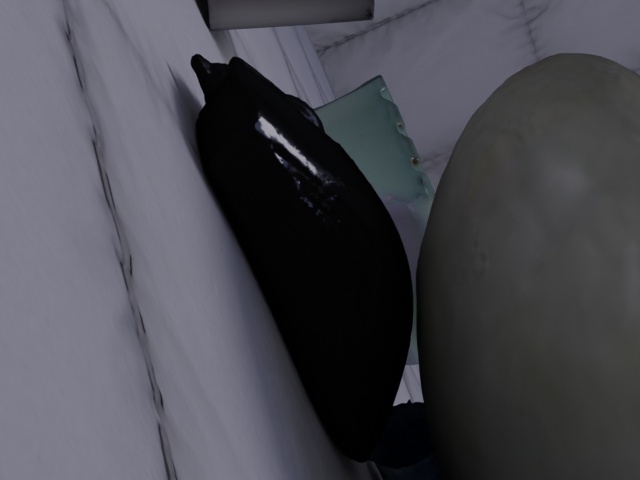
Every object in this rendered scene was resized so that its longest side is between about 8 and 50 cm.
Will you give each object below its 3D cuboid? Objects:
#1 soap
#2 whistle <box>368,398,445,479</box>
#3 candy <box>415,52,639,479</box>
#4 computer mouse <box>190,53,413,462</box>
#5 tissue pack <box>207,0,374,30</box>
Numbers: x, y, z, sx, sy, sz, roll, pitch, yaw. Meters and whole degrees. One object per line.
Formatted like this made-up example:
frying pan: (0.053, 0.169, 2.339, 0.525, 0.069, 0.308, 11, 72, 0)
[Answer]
soap: (0.088, -0.001, 1.683, 0.347, 0.115, 0.208, 62, 8, -50)
whistle: (0.109, 0.237, 1.096, 0.062, 0.062, 0.304, -107, 172, -53)
candy: (0.171, 0.112, 0.837, 0.427, 0.186, 0.386, -128, -156, -61)
computer mouse: (0.000, 0.000, 0.901, 0.264, 0.088, 0.147, 63, 3, -15)
tissue pack: (-0.028, -0.304, 1.243, 0.159, 0.136, 0.246, -93, 179, -78)
